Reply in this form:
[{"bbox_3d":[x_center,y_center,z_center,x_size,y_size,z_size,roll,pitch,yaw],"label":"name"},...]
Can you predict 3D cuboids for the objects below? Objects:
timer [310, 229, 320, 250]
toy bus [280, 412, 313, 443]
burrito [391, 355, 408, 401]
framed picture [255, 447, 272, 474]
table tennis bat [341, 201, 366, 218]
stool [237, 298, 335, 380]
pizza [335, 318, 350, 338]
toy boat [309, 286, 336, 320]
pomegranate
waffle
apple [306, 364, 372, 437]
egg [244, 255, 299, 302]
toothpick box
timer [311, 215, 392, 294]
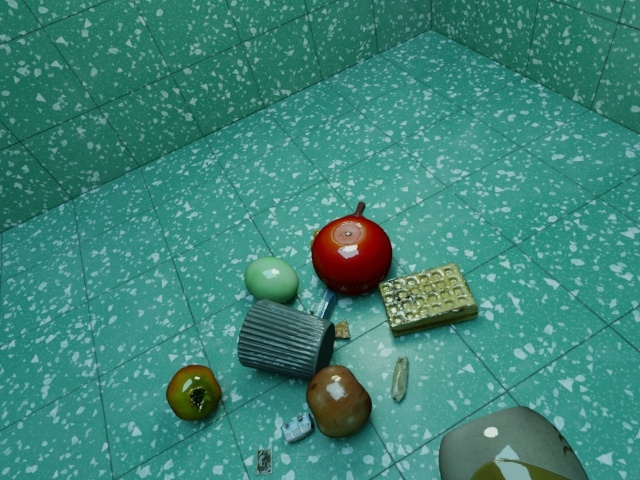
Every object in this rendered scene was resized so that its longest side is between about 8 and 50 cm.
[{"bbox_3d":[0.000,0.000,2.179,0.132,0.152,0.132,-8,50,9],"label":"timer"},{"bbox_3d":[-0.084,0.731,1.663,0.123,0.060,0.074,-26,54,-4],"label":"toy bus"},{"bbox_3d":[0.317,0.550,1.712,0.058,0.045,0.188,-1,53,24],"label":"burrito"},{"bbox_3d":[-0.215,0.845,1.638,0.066,0.006,0.089,-11,49,7],"label":"framed picture"},{"bbox_3d":[0.175,-0.084,2.277,0.201,0.038,0.310,11,55,21],"label":"table tennis bat"},{"bbox_3d":[-0.131,0.424,1.788,0.330,0.297,0.297,12,55,18],"label":"stool"},{"bbox_3d":[0.084,0.408,1.907,0.099,0.029,0.100,-21,46,8],"label":"pizza"},{"bbox_3d":[0.000,0.304,1.973,0.102,0.088,0.215,9,55,26],"label":"toy boat"},{"bbox_3d":[-0.515,0.622,1.747,0.221,0.257,0.220,5,78,-24],"label":"pomegranate"},{"bbox_3d":[0.458,0.253,1.873,0.377,0.114,0.260,-14,50,4],"label":"waffle"},{"bbox_3d":[0.061,0.605,1.608,0.254,0.253,0.253,-8,50,9],"label":"apple"},{"bbox_3d":[-0.232,0.188,2.043,0.270,0.220,0.220,12,56,22],"label":"egg"},{"bbox_3d":[0.572,0.747,1.248,0.409,0.408,0.425,-19,54,-1],"label":"toothpick box"},{"bbox_3d":[0.145,0.060,1.998,0.379,0.279,0.377,-5,49,5],"label":"timer"}]
